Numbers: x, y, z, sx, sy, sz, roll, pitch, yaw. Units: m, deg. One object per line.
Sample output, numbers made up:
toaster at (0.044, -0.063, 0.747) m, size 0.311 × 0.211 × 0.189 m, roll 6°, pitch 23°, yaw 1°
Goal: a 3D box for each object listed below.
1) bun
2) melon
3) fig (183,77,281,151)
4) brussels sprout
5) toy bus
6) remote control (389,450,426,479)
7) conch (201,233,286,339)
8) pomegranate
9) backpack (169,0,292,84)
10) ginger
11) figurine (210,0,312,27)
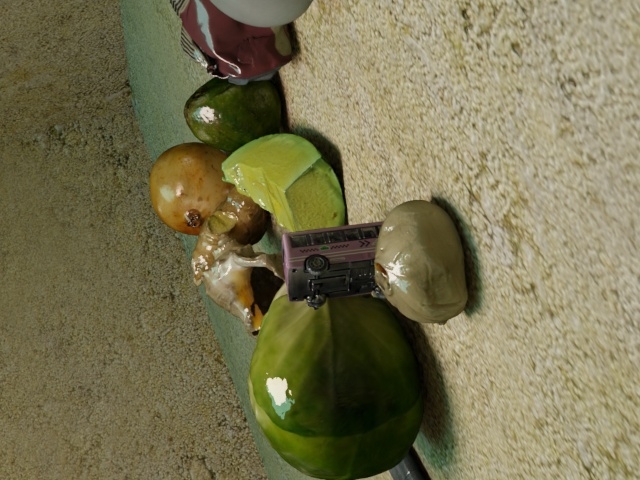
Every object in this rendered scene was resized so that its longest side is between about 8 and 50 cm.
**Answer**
bun at (0.131, 0.036, 1.284) m, size 0.167 × 0.113 × 0.173 m, roll 91°, pitch 159°, yaw -47°
melon at (-0.077, -0.118, 1.783) m, size 0.323 × 0.124 × 0.196 m, roll 35°, pitch 140°, yaw 51°
fig at (-0.159, -0.237, 1.921) m, size 0.235 × 0.203 × 0.203 m, roll 57°, pitch 172°, yaw -24°
brussels sprout at (0.021, 0.225, 1.541) m, size 0.281 × 0.289 × 0.355 m, roll 115°, pitch 149°, yaw -76°
toy bus at (0.039, 0.033, 1.460) m, size 0.096 × 0.198 × 0.108 m, roll 91°, pitch 168°, yaw -46°
remote control at (0.162, 0.439, 1.705) m, size 0.107 × 0.044 × 0.378 m, roll 83°, pitch 163°, yaw -45°
conch at (-0.124, 0.110, 2.132) m, size 0.324 × 0.186 × 0.263 m, roll 45°, pitch 151°, yaw -6°
pomegranate at (-0.341, -0.140, 2.503) m, size 0.264 × 0.264 × 0.264 m, roll 164°, pitch 90°, yaw -74°
backpack at (-0.191, -0.445, 1.772) m, size 0.317 × 0.197 × 0.283 m, roll -147°, pitch 42°, yaw -68°
ginger at (-0.236, -0.008, 2.268) m, size 0.123 × 0.270 × 0.219 m, roll 39°, pitch 170°, yaw 21°
figurine at (-0.122, -0.523, 1.475) m, size 0.225 × 0.205 × 0.382 m, roll 109°, pitch 151°, yaw -54°
